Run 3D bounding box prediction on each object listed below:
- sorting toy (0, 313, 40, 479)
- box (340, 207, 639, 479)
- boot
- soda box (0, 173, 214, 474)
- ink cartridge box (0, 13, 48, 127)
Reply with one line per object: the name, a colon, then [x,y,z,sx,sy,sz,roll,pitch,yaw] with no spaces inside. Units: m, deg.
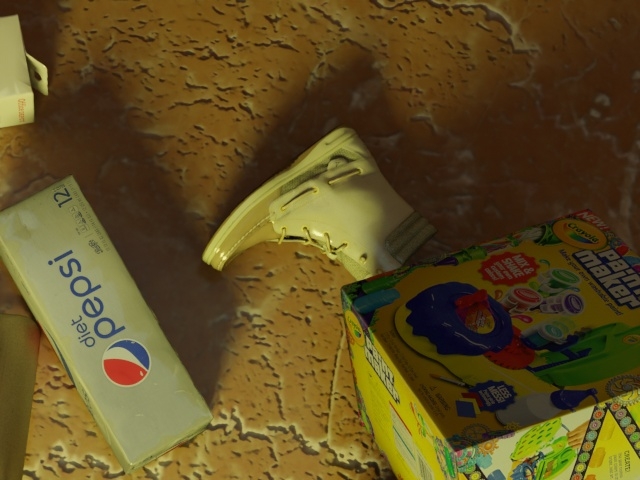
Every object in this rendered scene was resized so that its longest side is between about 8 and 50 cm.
sorting toy: [-0.391,0.178,1.570,0.229,0.041,0.307,7,47,-8]
box: [0.205,0.144,1.592,0.279,0.290,0.177,-17,123,-13]
boot: [0.000,0.000,1.726,0.213,0.077,0.165,-40,87,-16]
soda box: [-0.221,0.085,1.661,0.098,0.091,0.286,-30,83,-16]
ink cartridge box: [-0.353,-0.167,1.704,0.143,0.092,0.090,-10,77,-12]
